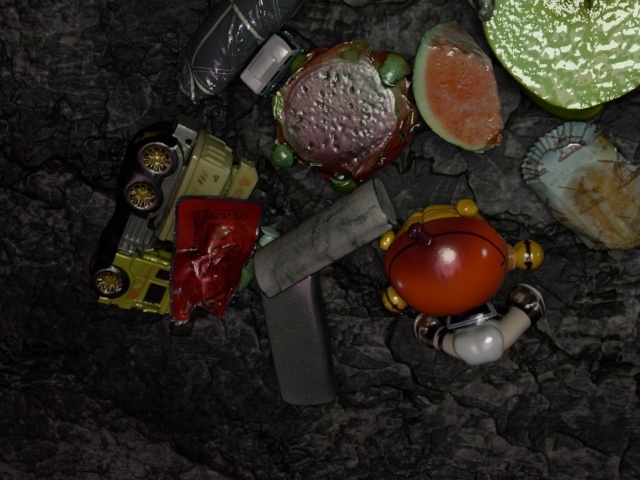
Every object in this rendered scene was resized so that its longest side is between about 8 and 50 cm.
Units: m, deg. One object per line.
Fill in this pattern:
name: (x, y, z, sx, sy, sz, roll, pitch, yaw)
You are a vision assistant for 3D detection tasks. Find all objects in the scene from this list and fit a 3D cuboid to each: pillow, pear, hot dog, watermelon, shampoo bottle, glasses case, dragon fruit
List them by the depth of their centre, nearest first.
pear: (0.416, -0.328, 0.800, 0.292, 0.159, 0.293, 10, 115, 22)
watermelon: (0.230, -0.269, 0.872, 0.128, 0.146, 0.231, -13, 129, 18)
hot dog: (0.487, -0.091, 0.892, 0.270, 0.082, 0.162, 40, 123, -9)
pillow: (-0.144, -0.393, 0.917, 0.335, 0.162, 0.092, -37, 138, 23)
dragon fruit: (0.040, -0.228, 0.927, 0.295, 0.130, 0.269, -24, 103, 18)
glasses case: (0.000, 0.000, 0.953, 0.299, 0.060, 0.114, -31, 52, 25)
shampoo bottle: (-0.160, 0.051, 1.091, 0.065, 0.065, 0.204, 41, 110, -1)
glasses case: (-0.046, 0.207, 1.104, 0.130, 0.074, 0.324, -5, 104, 15)

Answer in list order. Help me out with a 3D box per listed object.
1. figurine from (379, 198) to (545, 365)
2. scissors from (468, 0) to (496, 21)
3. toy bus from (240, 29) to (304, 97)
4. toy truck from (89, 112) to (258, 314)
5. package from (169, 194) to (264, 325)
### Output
figurine: (0.247, 0.069, 0.935, 0.319, 0.196, 0.323, -24, 109, 24)
scissors: (0.236, -0.431, 0.778, 0.137, 0.289, 0.041, -7, 145, 14)
toy bus: (-0.095, -0.338, 0.960, 0.060, 0.075, 0.123, 45, 110, -2)
toy truck: (-0.306, -0.043, 1.036, 0.253, 0.181, 0.405, 23, 109, -18)
package: (-0.211, 0.044, 0.986, 0.071, 0.194, 0.270, 34, 115, 33)
